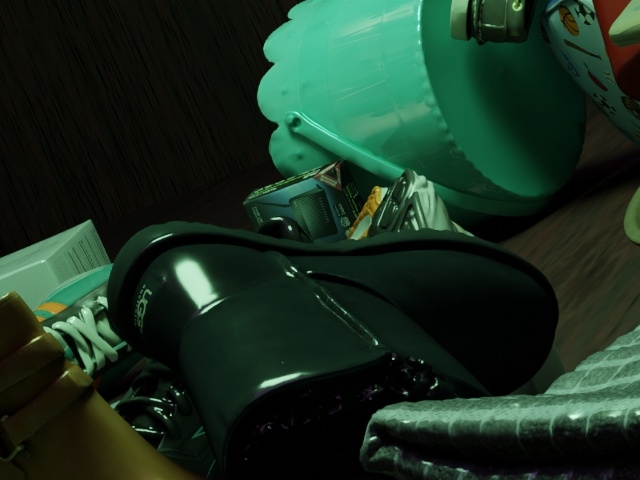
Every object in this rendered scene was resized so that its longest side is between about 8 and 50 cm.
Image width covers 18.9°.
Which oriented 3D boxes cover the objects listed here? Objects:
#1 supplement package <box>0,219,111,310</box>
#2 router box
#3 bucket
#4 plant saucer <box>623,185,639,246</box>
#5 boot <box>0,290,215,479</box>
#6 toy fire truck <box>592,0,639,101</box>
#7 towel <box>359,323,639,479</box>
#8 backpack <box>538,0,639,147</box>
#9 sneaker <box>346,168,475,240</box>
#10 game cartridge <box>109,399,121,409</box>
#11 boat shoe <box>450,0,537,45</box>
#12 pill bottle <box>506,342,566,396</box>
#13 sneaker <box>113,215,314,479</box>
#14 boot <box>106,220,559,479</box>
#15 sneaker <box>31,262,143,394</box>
[{"bbox_3d":[-0.281,0.081,1.915,0.139,0.133,0.244,-22,7,8],"label":"supplement package"},{"bbox_3d":[0.000,0.000,1.679,0.092,0.122,0.038,-20,12,24],"label":"router box"},{"bbox_3d":[0.102,-0.128,1.762,0.183,0.281,0.281,-18,9,42],"label":"bucket"},{"bbox_3d":[0.328,-0.071,1.286,0.278,0.041,0.278,-35,11,8],"label":"plant saucer"},{"bbox_3d":[-0.109,0.092,0.885,0.197,0.152,0.073,-16,9,42],"label":"boot"},{"bbox_3d":[0.240,-0.153,1.176,0.246,0.158,0.217,6,-28,-35],"label":"toy fire truck"},{"bbox_3d":[0.175,0.066,0.651,0.235,0.121,0.284,-27,8,-37],"label":"towel"},{"bbox_3d":[0.318,-0.187,1.652,0.213,0.276,0.263,-36,4,0],"label":"backpack"},{"bbox_3d":[0.081,0.020,1.290,0.099,0.121,0.262,-62,4,2],"label":"sneaker"},{"bbox_3d":[-0.047,0.113,1.286,0.196,0.060,0.294,-21,6,-19],"label":"game cartridge"},{"bbox_3d":[0.180,-0.254,1.680,0.069,0.081,0.227,13,54,18],"label":"boat shoe"},{"bbox_3d":[0.055,0.081,1.051,0.152,0.086,0.086,-22,7,3],"label":"pill bottle"},{"bbox_3d":[-0.082,0.091,1.090,0.101,0.106,0.267,20,50,29],"label":"sneaker"},{"bbox_3d":[0.040,0.067,0.870,0.247,0.094,0.207,8,18,-27],"label":"boot"},{"bbox_3d":[-0.245,0.118,1.687,0.302,0.108,0.121,-34,11,-20],"label":"sneaker"}]
